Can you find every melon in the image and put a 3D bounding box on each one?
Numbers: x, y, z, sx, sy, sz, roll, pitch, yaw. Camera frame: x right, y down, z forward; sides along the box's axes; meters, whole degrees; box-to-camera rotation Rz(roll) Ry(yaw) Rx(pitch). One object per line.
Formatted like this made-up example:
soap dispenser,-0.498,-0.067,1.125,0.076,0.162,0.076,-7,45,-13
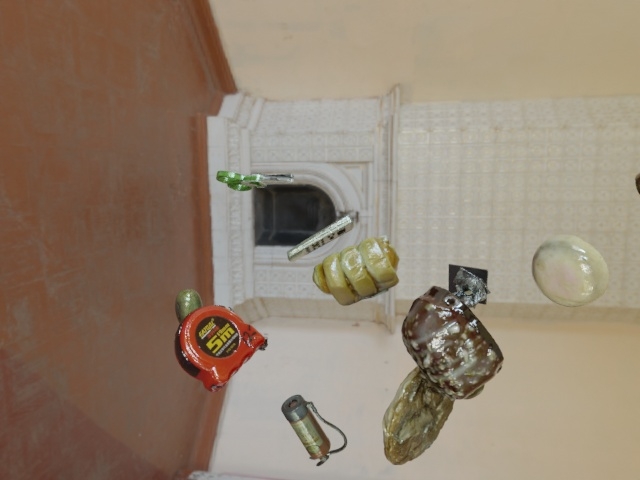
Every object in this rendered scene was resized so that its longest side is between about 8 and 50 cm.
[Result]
melon,-0.471,0.254,1.810,0.099,0.099,0.162,-51,140,-73

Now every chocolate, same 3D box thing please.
chocolate,0.376,0.329,1.521,0.340,0.210,0.225,53,-13,-3

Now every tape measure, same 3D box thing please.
tape measure,-0.332,0.329,1.607,0.253,0.260,0.114,-45,175,-46

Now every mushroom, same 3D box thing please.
mushroom,0.838,0.098,1.677,0.246,0.202,0.246,40,-42,49

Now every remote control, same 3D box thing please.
remote control,0.000,0.000,1.920,0.038,0.285,0.123,58,-4,14

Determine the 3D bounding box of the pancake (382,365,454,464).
pancake,0.323,0.573,1.674,0.386,0.082,0.387,-18,115,-42

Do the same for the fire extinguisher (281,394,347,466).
fire extinguisher,-0.018,0.861,2.247,0.376,0.200,0.113,64,33,-20

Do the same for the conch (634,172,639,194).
conch,0.879,-0.115,1.203,0.124,0.181,0.188,127,-27,-44

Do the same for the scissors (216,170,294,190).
scissors,-0.153,-0.146,1.225,0.101,0.204,0.027,28,66,-60

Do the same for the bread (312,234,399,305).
bread,0.143,0.128,1.927,0.300,0.341,0.210,71,-3,-79

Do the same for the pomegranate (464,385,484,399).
pomegranate,0.536,0.475,1.817,0.131,0.152,0.191,-10,137,-56

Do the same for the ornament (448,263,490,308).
ornament,0.538,0.208,1.894,0.196,0.166,0.153,-41,130,-52
